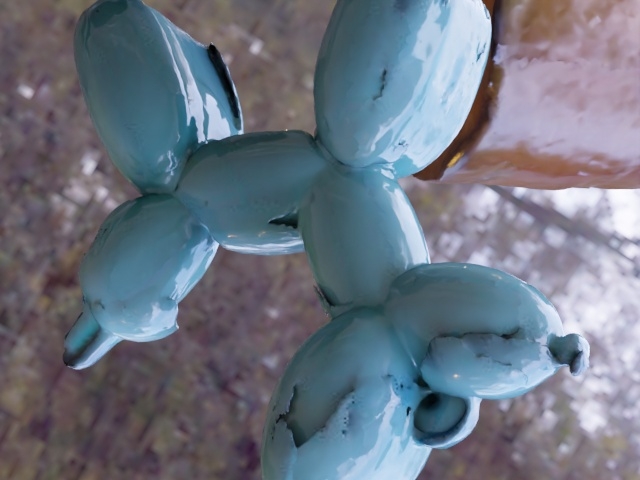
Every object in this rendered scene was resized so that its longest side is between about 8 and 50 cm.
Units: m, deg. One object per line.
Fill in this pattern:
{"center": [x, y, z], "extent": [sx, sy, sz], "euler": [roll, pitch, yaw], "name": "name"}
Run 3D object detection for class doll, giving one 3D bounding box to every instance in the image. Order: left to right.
{"center": [0.000, 0.000, 0.540], "extent": [0.159, 0.059, 0.158], "euler": [0, -103, 24], "name": "doll"}

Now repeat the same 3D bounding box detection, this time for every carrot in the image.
{"center": [0.146, -0.089, 0.813], "extent": [0.159, 0.225, 0.159], "euler": [-173, -90, -77], "name": "carrot"}
